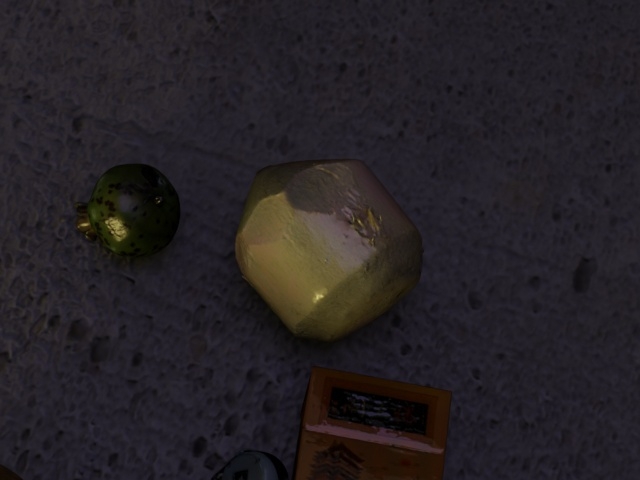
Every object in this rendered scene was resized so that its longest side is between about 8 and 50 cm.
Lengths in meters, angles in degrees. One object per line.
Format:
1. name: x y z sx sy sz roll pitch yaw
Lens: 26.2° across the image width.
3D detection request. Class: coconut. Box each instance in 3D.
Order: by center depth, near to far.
1. coconut: 0.000 0.000 1.678 0.224 0.224 0.234 -33 85 -21

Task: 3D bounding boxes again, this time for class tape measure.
1. tape measure: -0.080 0.288 1.591 0.054 0.094 0.091 16 52 -43

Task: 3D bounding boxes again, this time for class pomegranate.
1. pomegranate: -0.249 -0.035 1.727 0.162 0.122 0.122 -7 58 31

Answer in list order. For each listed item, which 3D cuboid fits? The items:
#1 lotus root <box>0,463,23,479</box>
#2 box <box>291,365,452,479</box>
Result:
1. lotus root: -0.382 0.297 1.531 0.122 0.112 0.081 18 42 4
2. box: 0.050 0.297 1.612 0.174 0.076 0.274 11 63 -3
